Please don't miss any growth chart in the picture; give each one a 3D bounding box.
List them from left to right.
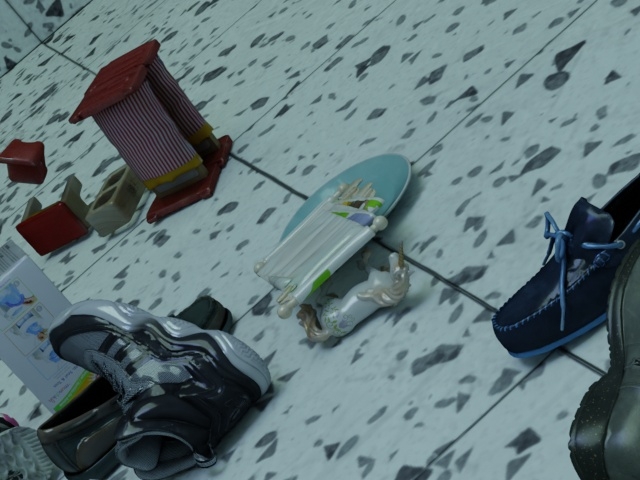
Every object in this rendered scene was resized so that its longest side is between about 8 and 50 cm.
[{"bbox_3d":[0.000,0.000,1.636,0.172,0.021,0.237,-41,14,-2],"label":"growth chart"}]

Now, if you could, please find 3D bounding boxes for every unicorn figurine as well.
[{"bbox_3d":[0.046,0.051,1.544,0.162,0.060,0.111,-50,21,16],"label":"unicorn figurine"}]

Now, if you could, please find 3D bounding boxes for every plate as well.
[{"bbox_3d":[0.032,-0.030,1.741,0.188,0.024,0.188,-33,24,17],"label":"plate"}]

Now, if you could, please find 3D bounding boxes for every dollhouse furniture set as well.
[{"bbox_3d":[-0.334,-0.108,2.192,0.374,0.201,0.152,-25,27,27],"label":"dollhouse furniture set"}]

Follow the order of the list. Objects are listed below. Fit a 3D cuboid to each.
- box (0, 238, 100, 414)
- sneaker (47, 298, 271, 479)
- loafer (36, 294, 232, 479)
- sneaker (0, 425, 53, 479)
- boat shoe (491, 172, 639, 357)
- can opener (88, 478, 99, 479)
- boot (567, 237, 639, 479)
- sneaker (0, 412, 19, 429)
[{"bbox_3d":[-0.329,0.113,1.779,0.103,0.203,0.114,-42,22,-10],"label":"box"},{"bbox_3d":[-0.195,0.155,1.560,0.269,0.101,0.153,11,54,27],"label":"sneaker"},{"bbox_3d":[-0.203,0.151,1.677,0.267,0.084,0.096,-50,25,-24],"label":"loafer"},{"bbox_3d":[-0.435,0.323,1.698,0.293,0.102,0.146,-43,21,-25],"label":"sneaker"},{"bbox_3d":[0.243,-0.007,1.306,0.258,0.089,0.109,-41,23,-5],"label":"boat shoe"},{"bbox_3d":[-0.294,0.345,1.471,0.283,0.076,0.095,-40,22,1],"label":"can opener"},{"bbox_3d":[0.290,0.087,1.106,0.161,0.083,0.246,-9,42,37],"label":"boot"},{"bbox_3d":[-0.425,0.276,1.806,0.170,0.063,0.075,-38,22,13],"label":"sneaker"}]
